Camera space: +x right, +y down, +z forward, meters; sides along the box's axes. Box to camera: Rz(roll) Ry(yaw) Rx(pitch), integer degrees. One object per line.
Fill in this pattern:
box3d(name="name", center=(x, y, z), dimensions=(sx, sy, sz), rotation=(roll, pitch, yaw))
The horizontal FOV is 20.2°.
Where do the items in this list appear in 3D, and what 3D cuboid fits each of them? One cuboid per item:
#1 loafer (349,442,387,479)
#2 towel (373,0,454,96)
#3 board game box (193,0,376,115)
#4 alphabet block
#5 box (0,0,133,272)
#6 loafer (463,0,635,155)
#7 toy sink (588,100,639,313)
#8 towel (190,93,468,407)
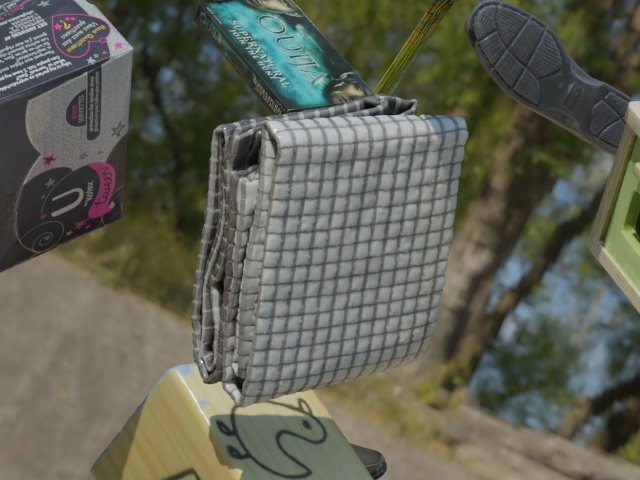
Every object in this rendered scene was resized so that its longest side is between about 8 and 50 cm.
box3d(name="loafer", center=(-0.008, 0.242, 2.056), dimensions=(0.170, 0.061, 0.062), rotation=(3, 27, 17))
box3d(name="towel", center=(0.120, -0.242, 2.364), dimensions=(0.021, 0.237, 0.102), rotation=(38, 27, 7))
box3d(name="board game box", center=(-0.038, -0.197, 1.945), dimensions=(0.126, 0.026, 0.186), rotation=(-12, 50, -38))
box3d(name="alphabet block", center=(-0.094, 0.258, 1.918), dimensions=(0.192, 0.193, 0.197), rotation=(-5, 52, -47))
box3d(name="box", center=(-0.284, -0.113, 1.740), dimensions=(0.142, 0.163, 0.247), rotation=(49, -32, 27))
box3d(name="loafer", center=(0.311, -0.214, 2.469), dimensions=(0.302, 0.109, 0.095), rotation=(36, -8, -10))
box3d(name="toy sink", center=(0.360, -0.049, 1.689), dimensions=(0.131, 0.234, 0.153), rotation=(-2, 36, -23))
box3d(name="towel", center=(0.000, 0.000, 1.730), dimensions=(0.235, 0.283, 0.121), rotation=(-9, 27, -33))
